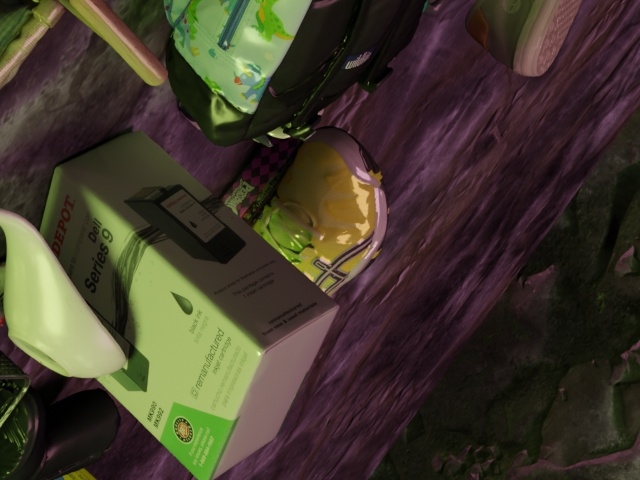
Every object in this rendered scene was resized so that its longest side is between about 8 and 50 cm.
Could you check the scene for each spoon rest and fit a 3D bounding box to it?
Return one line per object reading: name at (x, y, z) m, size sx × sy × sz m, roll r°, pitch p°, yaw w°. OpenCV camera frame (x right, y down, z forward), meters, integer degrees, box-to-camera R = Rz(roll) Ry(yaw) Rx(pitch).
spoon rest at (-0.271, 0.045, 1.412) m, size 0.084 × 0.137 × 0.276 m, roll -58°, pitch 145°, yaw -17°

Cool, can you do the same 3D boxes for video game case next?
video game case at (-0.075, -0.031, 1.915) m, size 0.232 × 0.042 × 0.210 m, roll -52°, pitch 163°, yaw 0°

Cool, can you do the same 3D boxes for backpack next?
backpack at (0.011, -0.292, 1.322) m, size 0.290 × 0.273 × 0.355 m, roll -34°, pitch 175°, yaw -35°

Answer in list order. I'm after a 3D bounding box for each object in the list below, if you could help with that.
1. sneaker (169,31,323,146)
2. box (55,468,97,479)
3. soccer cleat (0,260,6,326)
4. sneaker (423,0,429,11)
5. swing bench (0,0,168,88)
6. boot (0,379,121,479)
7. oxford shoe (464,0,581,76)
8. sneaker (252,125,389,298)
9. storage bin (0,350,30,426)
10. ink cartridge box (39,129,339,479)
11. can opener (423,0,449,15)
sneaker at (-0.063, -0.135, 1.550) m, size 0.094 × 0.153 × 0.235 m, roll -44°, pitch 161°, yaw -17°
box at (-0.327, 0.449, 1.830) m, size 0.279 × 0.290 × 0.177 m, roll -43°, pitch 161°, yaw -27°
soccer cleat at (-0.323, 0.056, 1.497) m, size 0.035 × 0.029 × 0.083 m, roll -12°, pitch 135°, yaw -51°
sneaker at (0.084, -0.289, 1.663) m, size 0.302 × 0.121 × 0.108 m, roll -34°, pitch 156°, yaw -44°
swing bench at (-0.277, -0.114, 1.057) m, size 0.253 × 0.165 × 0.255 m, roll -49°, pitch 157°, yaw -5°
boot at (-0.311, 0.208, 1.709) m, size 0.207 × 0.094 × 0.246 m, roll -26°, pitch 157°, yaw -46°
oxford shoe at (0.317, -0.423, 2.000) m, size 0.449 × 0.130 × 0.169 m, roll -62°, pitch 160°, yaw -16°
sneaker at (-0.036, 0.034, 1.835) m, size 0.147 × 0.145 × 0.385 m, roll -30°, pitch 150°, yaw -47°
storage bin at (-0.377, 0.152, 1.457) m, size 0.122 × 0.084 × 0.180 m, roll -54°, pitch 163°, yaw 7°
ink cartridge box at (-0.149, 0.064, 1.512) m, size 0.121 × 0.289 × 0.211 m, roll -30°, pitch 153°, yaw -44°
can opener at (0.228, -0.384, 1.878) m, size 0.283 × 0.095 × 0.076 m, roll -49°, pitch 162°, yaw -7°
